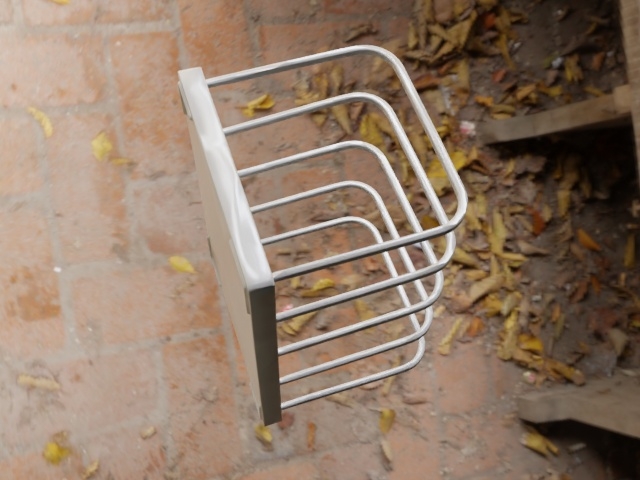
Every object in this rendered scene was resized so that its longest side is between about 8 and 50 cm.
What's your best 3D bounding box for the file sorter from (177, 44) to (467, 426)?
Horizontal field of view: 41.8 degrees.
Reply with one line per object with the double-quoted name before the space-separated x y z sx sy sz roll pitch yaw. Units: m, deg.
"file sorter" 0.000 0.000 0.704 0.173 0.277 0.192 -16 62 -10
